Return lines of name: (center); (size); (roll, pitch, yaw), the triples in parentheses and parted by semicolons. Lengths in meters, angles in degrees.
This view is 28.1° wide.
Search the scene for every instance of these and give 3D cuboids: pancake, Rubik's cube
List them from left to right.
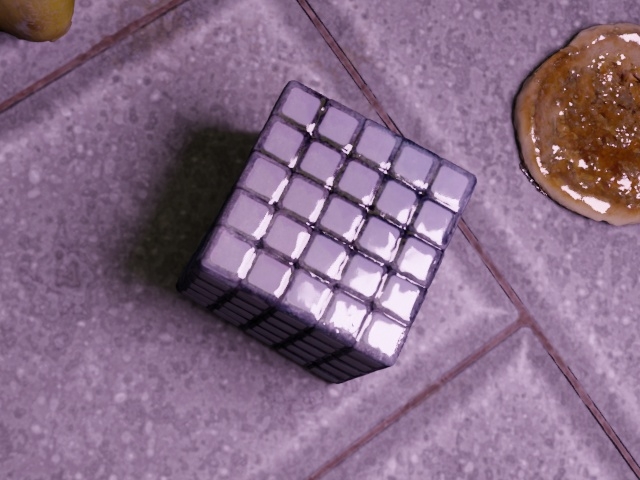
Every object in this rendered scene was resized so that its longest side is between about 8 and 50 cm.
Rubik's cube: (0.000, 0.000, 1.413); (0.238, 0.237, 0.237); (29, 76, -4)
pancake: (0.383, -0.143, 1.617); (0.282, 0.049, 0.282); (1, 80, -8)

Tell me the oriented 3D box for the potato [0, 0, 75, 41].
potato: (-0.384, -0.379, 1.425); (0.202, 0.218, 0.351); (-45, 116, -53)
